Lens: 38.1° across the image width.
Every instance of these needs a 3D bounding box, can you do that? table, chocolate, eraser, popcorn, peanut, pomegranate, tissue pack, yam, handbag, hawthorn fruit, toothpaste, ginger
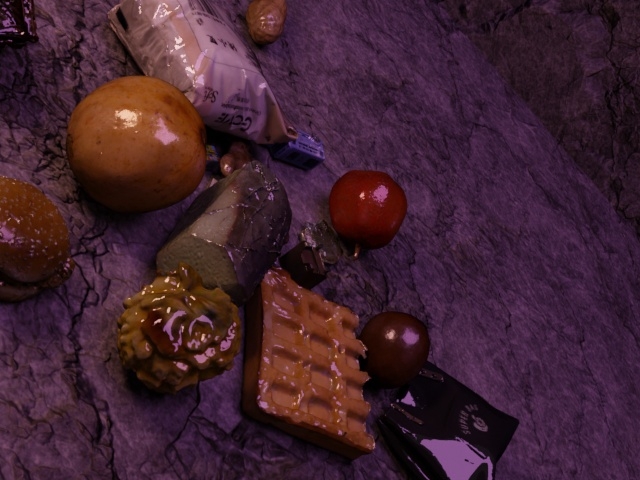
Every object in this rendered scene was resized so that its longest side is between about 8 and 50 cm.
[{"bbox_3d":[-0.031,0.054,2.000,0.070,0.082,0.083,11,53,-46],"label":"table"},{"bbox_3d":[0.149,0.238,1.993,0.177,0.177,0.176,32,39,-30],"label":"chocolate"},{"bbox_3d":[-0.227,-0.093,1.948,0.038,0.019,0.083,42,35,-20],"label":"eraser"},{"bbox_3d":[-0.241,0.154,1.570,0.218,0.169,0.189,-13,63,-35],"label":"popcorn"},{"bbox_3d":[-0.141,-0.598,2.444,0.108,0.095,0.226,41,34,-25],"label":"peanut"},{"bbox_3d":[-0.335,-0.176,1.695,0.260,0.260,0.260,32,39,-30],"label":"pomegranate"},{"bbox_3d":[-0.241,-0.389,2.034,0.376,0.195,0.390,8,46,-53],"label":"tissue pack"},{"bbox_3d":[-0.176,0.009,1.753,0.201,0.202,0.271,55,32,-12],"label":"yam"},{"bbox_3d":[0.274,0.408,2.017,0.288,0.152,0.342,39,33,0],"label":"handbag"},{"bbox_3d":[0.104,-0.055,2.203,0.197,0.197,0.225,28,64,-34],"label":"hawthorn fruit"},{"bbox_3d":[-0.281,-0.178,1.945,0.164,0.034,0.046,1,56,-51],"label":"toothpaste"},{"bbox_3d":[-0.144,-0.095,1.992,0.166,0.080,0.333,23,45,-66],"label":"ginger"}]

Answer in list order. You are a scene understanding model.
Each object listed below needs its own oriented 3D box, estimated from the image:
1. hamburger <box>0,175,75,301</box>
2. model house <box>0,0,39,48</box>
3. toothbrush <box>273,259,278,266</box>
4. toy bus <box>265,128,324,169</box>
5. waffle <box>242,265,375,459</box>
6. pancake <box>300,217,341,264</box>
[{"bbox_3d":[-0.482,-0.009,1.462,0.215,0.122,0.189,29,38,-36],"label":"hamburger"},{"bbox_3d":[-0.635,-0.446,1.634,0.282,0.297,0.317,43,-4,-33],"label":"model house"},{"bbox_3d":[-0.090,-0.015,2.051,0.014,0.017,0.194,32,41,-21],"label":"toothbrush"},{"bbox_3d":[-0.067,-0.227,2.219,0.167,0.073,0.076,16,51,-44],"label":"toy bus"},{"bbox_3d":[-0.028,0.239,1.844,0.304,0.077,0.348,29,41,-32],"label":"waffle"},{"bbox_3d":[0.004,0.004,2.144,0.129,0.023,0.116,-14,74,-55],"label":"pancake"}]
